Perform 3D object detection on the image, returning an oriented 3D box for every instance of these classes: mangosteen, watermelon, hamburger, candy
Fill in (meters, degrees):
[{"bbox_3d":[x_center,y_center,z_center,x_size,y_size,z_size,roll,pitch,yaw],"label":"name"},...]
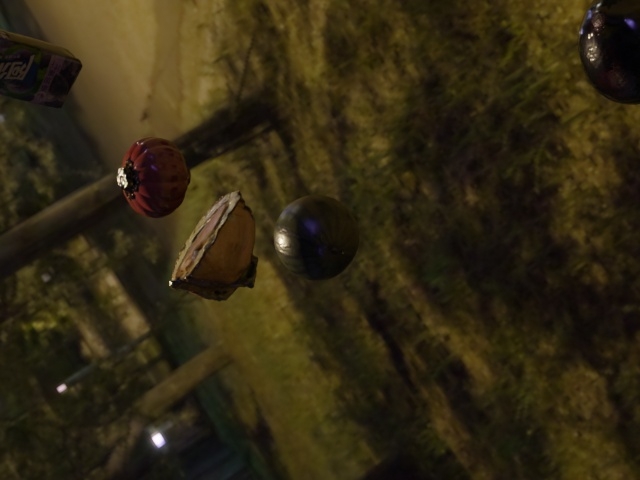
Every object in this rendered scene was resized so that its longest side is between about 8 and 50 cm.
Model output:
[{"bbox_3d":[0.567,-0.347,1.745,0.249,0.211,0.211,-14,113,38],"label":"mangosteen"},{"bbox_3d":[0.000,0.000,1.229,0.105,0.105,0.133,63,170,-23],"label":"watermelon"},{"bbox_3d":[-0.140,0.025,1.421,0.087,0.176,0.102,-11,131,40],"label":"hamburger"},{"bbox_3d":[-0.474,-0.254,1.397,0.312,0.088,0.061,7,-153,-51],"label":"candy"}]

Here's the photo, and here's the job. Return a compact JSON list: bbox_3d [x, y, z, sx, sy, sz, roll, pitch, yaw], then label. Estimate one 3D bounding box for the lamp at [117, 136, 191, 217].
[{"bbox_3d":[-0.218,-0.083,1.331,0.107,0.092,0.108,12,104,55],"label":"lamp"}]
